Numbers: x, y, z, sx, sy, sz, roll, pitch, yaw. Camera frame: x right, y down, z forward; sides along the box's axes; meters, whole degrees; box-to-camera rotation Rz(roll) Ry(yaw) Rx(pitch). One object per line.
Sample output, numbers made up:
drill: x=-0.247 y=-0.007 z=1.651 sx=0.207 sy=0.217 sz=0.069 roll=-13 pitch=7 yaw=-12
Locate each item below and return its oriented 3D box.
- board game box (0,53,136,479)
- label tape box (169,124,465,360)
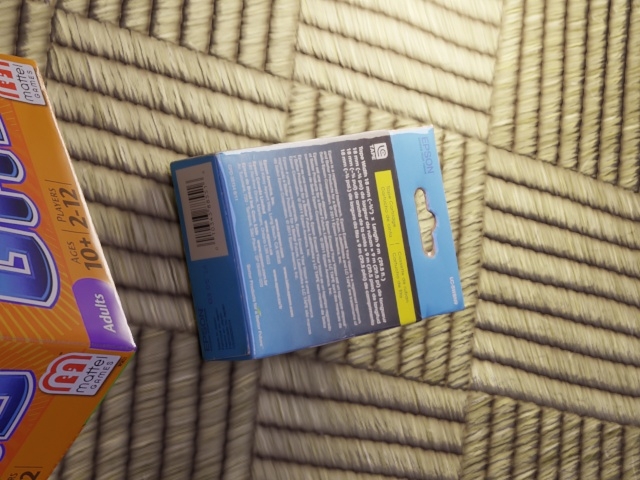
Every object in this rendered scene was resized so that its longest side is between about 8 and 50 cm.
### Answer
board game box: x=-0.434 y=0.058 z=1.565 sx=0.356 sy=0.356 sz=0.356 roll=8 pitch=43 yaw=-36
label tape box: x=0.000 y=0.000 z=2.149 sx=0.334 sy=0.106 sz=0.240 roll=-10 pitch=90 yaw=-39
